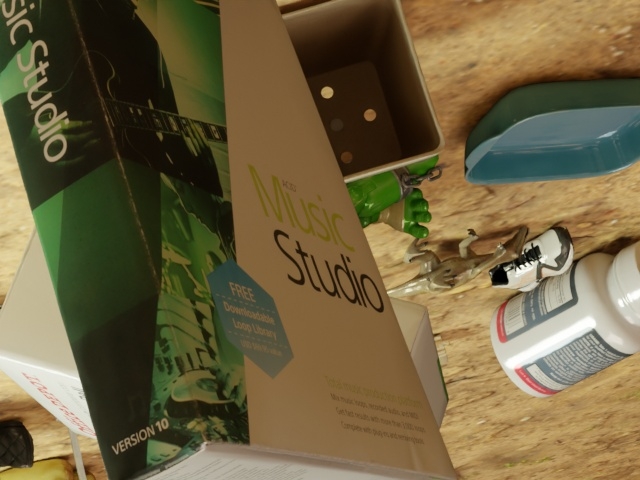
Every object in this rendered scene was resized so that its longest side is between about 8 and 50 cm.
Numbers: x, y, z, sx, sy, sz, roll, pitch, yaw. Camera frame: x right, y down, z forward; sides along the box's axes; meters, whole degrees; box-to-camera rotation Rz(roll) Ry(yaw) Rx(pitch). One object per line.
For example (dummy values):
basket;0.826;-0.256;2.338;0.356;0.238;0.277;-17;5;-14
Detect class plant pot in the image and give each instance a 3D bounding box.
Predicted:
plant pot;0.010;-0.082;0.969;0.109;0.109;0.096;-17;171;-1

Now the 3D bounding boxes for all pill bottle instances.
pill bottle;0.267;0.074;1.530;0.108;0.108;0.180;7;149;-46

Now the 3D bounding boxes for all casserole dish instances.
casserole dish;0.190;-0.086;1.177;0.188;0.037;0.114;-5;156;-27

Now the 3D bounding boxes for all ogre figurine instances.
ogre figurine;0.000;0.000;1.181;0.118;0.096;0.197;-22;-177;-43

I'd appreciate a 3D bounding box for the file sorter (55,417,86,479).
file sorter;-0.094;0.165;1.400;0.193;0.173;0.277;-4;155;-31

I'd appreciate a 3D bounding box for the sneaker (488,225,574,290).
sneaker;0.196;0.020;1.439;0.044;0.040;0.109;-2;154;-28

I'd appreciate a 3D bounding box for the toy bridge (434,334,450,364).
toy bridge;0.046;0.134;1.627;0.188;0.026;0.063;-18;158;2

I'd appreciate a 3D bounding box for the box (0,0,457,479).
box;-0.056;-0.028;0.745;0.058;0.322;0.232;-30;156;20

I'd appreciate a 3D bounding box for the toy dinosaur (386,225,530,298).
toy dinosaur;0.105;0.032;1.383;0.183;0.053;0.092;-19;160;6

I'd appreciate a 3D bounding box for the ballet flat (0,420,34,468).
ballet flat;-0.355;0.227;1.526;0.173;0.049;0.057;-27;156;24

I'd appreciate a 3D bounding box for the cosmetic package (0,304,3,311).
cosmetic package;-0.295;0.094;1.252;0.060;0.041;0.115;1;153;-40

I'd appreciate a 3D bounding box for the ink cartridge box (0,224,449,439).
ink cartridge box;-0.066;0.098;1.126;0.289;0.121;0.211;14;160;16

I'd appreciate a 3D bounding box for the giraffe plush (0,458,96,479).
giraffe plush;-0.330;0.341;1.659;0.181;0.170;0.210;-26;157;24
